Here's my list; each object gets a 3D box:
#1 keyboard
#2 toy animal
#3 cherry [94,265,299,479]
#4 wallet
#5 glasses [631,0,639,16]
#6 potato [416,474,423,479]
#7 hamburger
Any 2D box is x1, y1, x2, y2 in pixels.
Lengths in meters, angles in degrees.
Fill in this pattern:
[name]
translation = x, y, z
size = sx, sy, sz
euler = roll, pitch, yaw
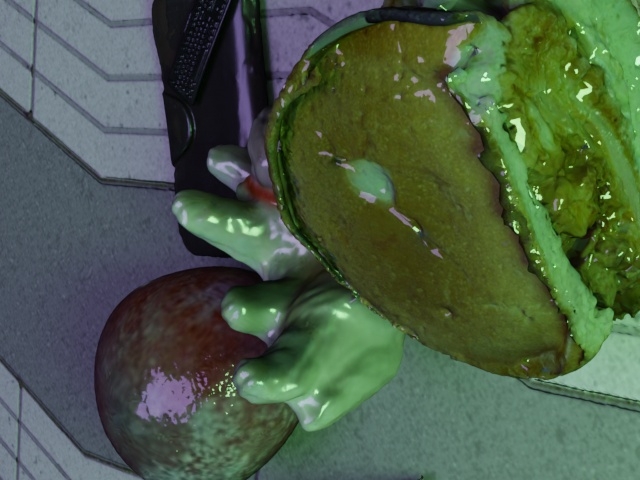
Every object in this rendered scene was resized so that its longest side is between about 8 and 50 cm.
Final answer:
[keyboard]
translation = -0.126, -0.221, 1.207
size = 0.053, 0.010, 0.155
euler = 44, 123, 33
[toy animal]
translation = 0.000, 0.000, 1.030
size = 0.266, 0.308, 0.188
euler = 46, 116, -5
[cherry]
translation = -0.131, 0.149, 1.205
size = 0.285, 0.213, 0.236
euler = -27, 88, 35
[wallet]
translation = -0.115, -0.131, 1.246
size = 0.165, 0.042, 0.309
euler = 0, 99, 43
[glasses]
translation = 0.197, -0.186, 0.893
size = 0.162, 0.095, 0.255
euler = 41, 128, 15
[potato]
translation = 0.001, 0.315, 1.165
size = 0.243, 0.138, 0.098
euler = -18, 91, 48
[hamburger]
translation = 0.111, -0.057, 0.877
size = 0.277, 0.195, 0.318
euler = 2, 124, 47
